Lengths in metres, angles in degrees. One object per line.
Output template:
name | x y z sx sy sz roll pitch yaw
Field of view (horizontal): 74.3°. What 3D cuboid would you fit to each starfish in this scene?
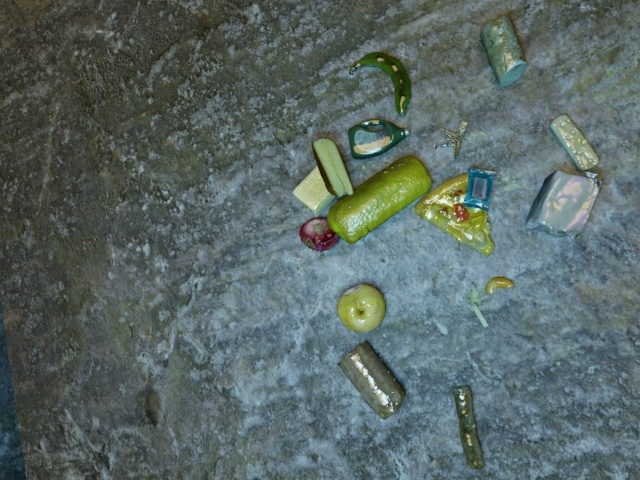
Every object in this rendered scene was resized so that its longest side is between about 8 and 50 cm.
starfish | 0.457 -0.334 1.442 0.133 0.041 0.130 -18 74 42

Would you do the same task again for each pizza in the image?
pizza | 0.489 -0.078 1.395 0.280 0.075 0.287 -36 76 13

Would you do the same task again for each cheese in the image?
cheese | 0.800 -0.308 1.330 0.065 0.043 0.194 -29 78 15

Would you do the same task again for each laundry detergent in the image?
laundry detergent | 0.208 -0.373 1.510 0.211 0.063 0.137 -12 76 16

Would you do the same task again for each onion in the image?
onion | 0.000 0.000 1.537 0.150 0.140 0.150 -3 44 3

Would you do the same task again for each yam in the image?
yam | 0.601 -0.614 1.380 0.107 0.107 0.194 -18 82 15
yam | 0.476 0.600 1.364 0.061 0.061 0.253 -11 84 16
yam | 0.180 0.472 1.430 0.238 0.128 0.129 49 134 20

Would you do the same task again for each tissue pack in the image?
tissue pack | 0.507 -0.164 1.355 0.085 0.028 0.138 13 78 14

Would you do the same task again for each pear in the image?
pear | 0.138 0.231 1.437 0.178 0.178 0.178 -1 86 17

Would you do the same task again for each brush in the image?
brush | 0.527 0.248 1.395 0.016 0.013 0.083 -32 85 18

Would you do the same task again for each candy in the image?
candy | 0.725 -0.106 1.269 0.137 0.185 0.195 22 93 13

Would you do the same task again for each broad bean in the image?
broad bean | 0.240 -0.584 1.525 0.292 0.049 0.144 46 106 17

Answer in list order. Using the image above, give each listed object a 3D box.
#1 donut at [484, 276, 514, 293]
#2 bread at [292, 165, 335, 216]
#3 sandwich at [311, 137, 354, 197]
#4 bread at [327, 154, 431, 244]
donut | 0.582 0.150 1.371 0.083 0.038 0.067 16 88 19
bread | 0.000 -0.195 1.543 0.125 0.068 0.188 41 87 18
sandwich | 0.046 -0.240 1.467 0.090 0.088 0.244 -20 70 -3
bread | 0.195 -0.146 1.436 0.383 0.112 0.166 -35 60 2
